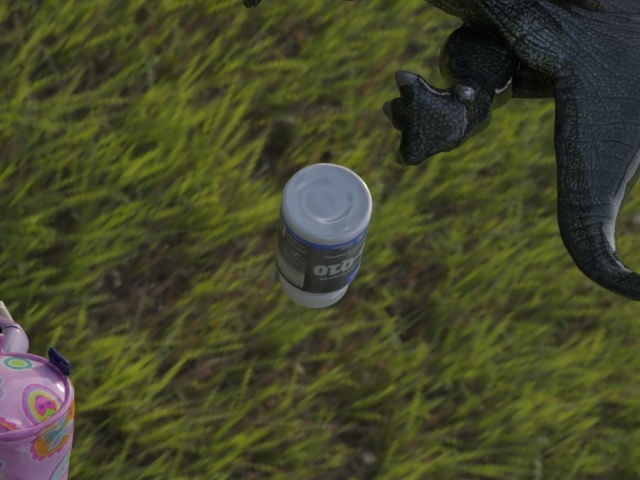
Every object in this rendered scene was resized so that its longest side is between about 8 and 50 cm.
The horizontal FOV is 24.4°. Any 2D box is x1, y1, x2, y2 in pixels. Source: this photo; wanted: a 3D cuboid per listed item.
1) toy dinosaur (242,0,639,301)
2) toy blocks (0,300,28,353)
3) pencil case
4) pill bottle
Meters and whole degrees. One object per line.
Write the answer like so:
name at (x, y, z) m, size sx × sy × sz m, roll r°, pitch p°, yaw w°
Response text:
toy dinosaur at (0.068, -0.110, 0.566) m, size 0.160 × 0.121 × 0.313 m, roll -18°, pitch 45°, yaw -26°
toy blocks at (-0.457, 0.110, 1.438) m, size 0.260 × 0.288 × 0.309 m, roll -120°, pitch -173°, yaw -51°
pencil case at (-0.293, 0.221, 1.342) m, size 0.124 × 0.284 × 0.124 m, roll 8°, pitch 39°, yaw -6°
pill bottle at (0.000, 0.000, 1.288) m, size 0.078 × 0.137 × 0.078 m, roll 2°, pitch 60°, yaw -4°
